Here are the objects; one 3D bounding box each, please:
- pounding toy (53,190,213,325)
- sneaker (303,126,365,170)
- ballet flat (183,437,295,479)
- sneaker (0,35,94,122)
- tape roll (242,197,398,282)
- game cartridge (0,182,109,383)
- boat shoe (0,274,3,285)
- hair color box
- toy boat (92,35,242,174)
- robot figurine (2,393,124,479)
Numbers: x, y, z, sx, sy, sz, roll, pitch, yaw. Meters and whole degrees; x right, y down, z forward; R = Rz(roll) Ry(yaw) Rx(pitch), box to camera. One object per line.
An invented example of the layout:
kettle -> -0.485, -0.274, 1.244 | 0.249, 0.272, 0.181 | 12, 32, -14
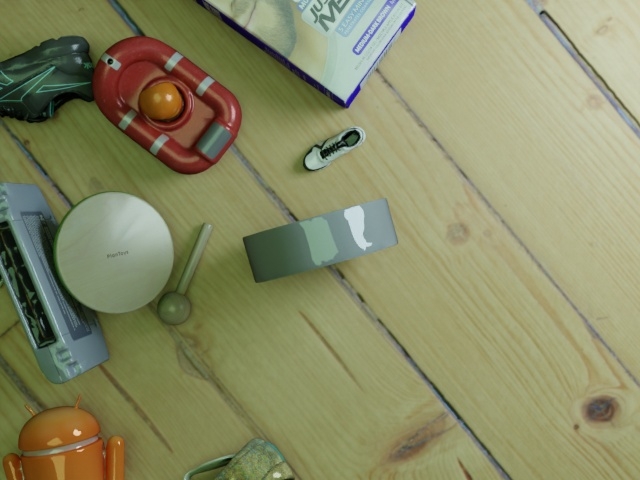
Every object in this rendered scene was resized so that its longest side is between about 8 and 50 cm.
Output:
pounding toy -> -0.305, 0.027, 1.648 | 0.237, 0.110, 0.182 | 18, 79, -28
sneaker -> 0.019, -0.143, 1.656 | 0.109, 0.044, 0.040 | -33, 92, 3
ballet flat -> -0.202, 0.420, 1.641 | 0.349, 0.123, 0.123 | -34, 90, 2
sneaker -> -0.470, -0.225, 1.635 | 0.267, 0.101, 0.106 | -19, 93, 1
tape roll -> 0.000, 0.000, 1.570 | 0.219, 0.219, 0.072 | -16, 90, 1
game cartridge -> -0.406, 0.059, 1.587 | 0.062, 0.198, 0.297 | -23, 89, 1
boat shoe -> -0.531, -0.033, 1.652 | 0.081, 0.068, 0.227 | -7, 90, 1
hair color box -> -0.044, -0.373, 1.624 | 0.339, 0.110, 0.185 | 36, 92, 2
toy boat -> -0.235, -0.207, 1.605 | 0.231, 0.151, 0.151 | 37, 91, 0
robot figurine -> -0.383, 0.347, 1.627 | 0.158, 0.128, 0.219 | -10, 91, 41
